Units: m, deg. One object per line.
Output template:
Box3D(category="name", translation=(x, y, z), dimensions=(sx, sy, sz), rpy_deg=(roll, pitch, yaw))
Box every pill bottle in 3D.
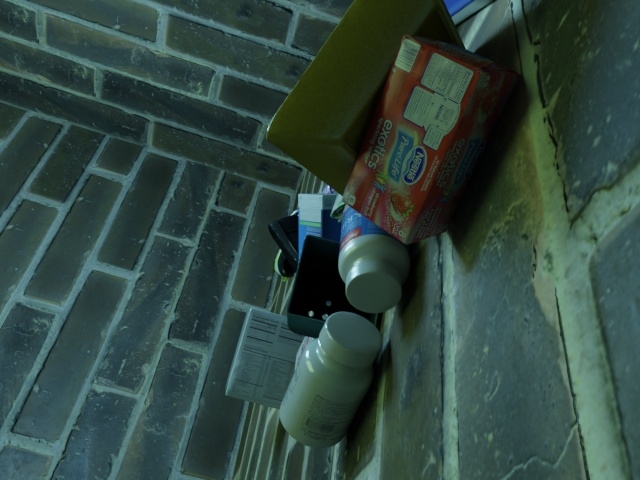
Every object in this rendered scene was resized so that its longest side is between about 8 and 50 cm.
Box3D(category="pill bottle", translation=(0.094, 0.018, 1.111), dimensions=(0.221, 0.124, 0.124), rpy_deg=(-83, 12, -53))
Box3D(category="pill bottle", translation=(0.020, 0.243, 1.120), dimensions=(0.131, 0.131, 0.229), rpy_deg=(-85, 15, -59))

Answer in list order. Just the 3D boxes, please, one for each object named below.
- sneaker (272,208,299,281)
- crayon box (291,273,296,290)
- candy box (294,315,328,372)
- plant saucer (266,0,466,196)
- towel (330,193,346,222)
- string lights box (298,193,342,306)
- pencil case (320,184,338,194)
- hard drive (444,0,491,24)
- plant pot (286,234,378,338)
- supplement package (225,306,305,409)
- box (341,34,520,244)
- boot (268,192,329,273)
Box3D(category="sneaker", translation=(-0.076, 0.018, 2.018), dimensions=(0.097, 0.084, 0.234), rpy_deg=(35, 111, 58))
Box3D(category="crayon box", translation=(-0.007, 0.049, 1.949), dimensions=(0.278, 0.081, 0.165), rpy_deg=(121, 164, -63))
Box3D(category="candy box", translation=(-0.011, 0.296, 1.469), dimensions=(0.196, 0.070, 0.164), rpy_deg=(-83, 12, -50))
Box3D(category="plant saucer", translation=(0.113, -0.216, 0.967), dimensions=(0.332, 0.081, 0.333), rpy_deg=(-55, -29, 4))
Box3D(category="towel", translation=(0.136, -0.191, 1.265), dimensions=(0.325, 0.038, 0.247), rpy_deg=(-36, 31, 53))
Box3D(category="string lights box", translation=(0.006, 0.018, 1.521), dimensions=(0.133, 0.077, 0.259), rpy_deg=(12, 103, 63))
Box3D(category="pencil case", translation=(0.044, -0.131, 1.985), dimensions=(0.088, 0.086, 0.206), rpy_deg=(-39, -4, -22))
Box3D(category="hard drive", translation=(0.288, -0.524, 1.212), dimensions=(0.318, 0.040, 0.210), rpy_deg=(-127, 54, -81))
Box3D(category="plant pot", translation=(0.023, 0.125, 1.293), dimensions=(0.234, 0.166, 0.165), rpy_deg=(104, 179, -66))
Box3D(category="supplement package", translation=(-0.158, 0.353, 1.932), dimensions=(0.199, 0.198, 0.262), rpy_deg=(148, 138, -80))
Box3D(category="box", translation=(0.149, -0.139, 0.890), dimensions=(0.123, 0.128, 0.256), rpy_deg=(-14, -48, -48))
Box3D(category="boot", translation=(0.000, 0.000, 1.760), dimensions=(0.246, 0.207, 0.094), rpy_deg=(56, 164, 22))
